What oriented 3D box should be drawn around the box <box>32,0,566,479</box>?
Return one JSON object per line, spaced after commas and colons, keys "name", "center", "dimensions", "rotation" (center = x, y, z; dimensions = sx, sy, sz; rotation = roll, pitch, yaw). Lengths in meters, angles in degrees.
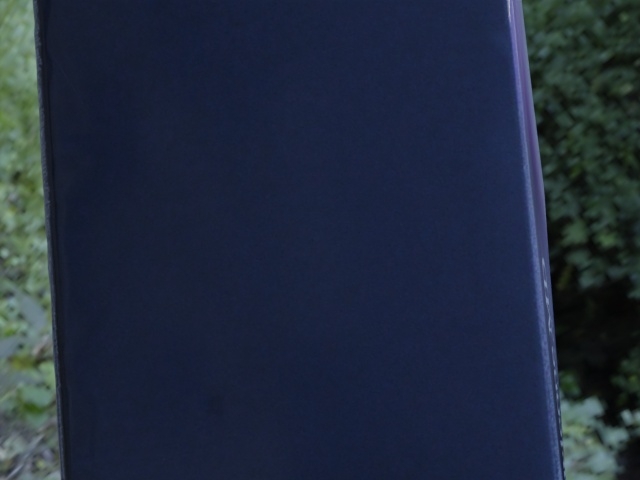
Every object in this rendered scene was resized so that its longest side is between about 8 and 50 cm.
{"name": "box", "center": [0.000, 0.000, 0.755], "dimensions": [0.183, 0.294, 0.296], "rotation": [-5, 82, 4]}
